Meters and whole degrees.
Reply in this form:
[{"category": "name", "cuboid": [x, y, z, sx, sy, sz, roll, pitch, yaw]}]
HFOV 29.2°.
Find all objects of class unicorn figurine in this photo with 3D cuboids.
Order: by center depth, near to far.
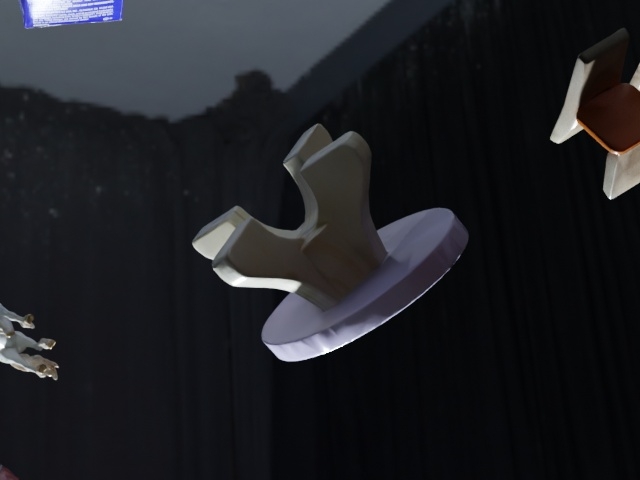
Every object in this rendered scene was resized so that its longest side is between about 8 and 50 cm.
[{"category": "unicorn figurine", "cuboid": [-0.350, 0.089, 1.338, 0.111, 0.060, 0.162, 14, 127, 35]}]

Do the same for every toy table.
[{"category": "toy table", "cuboid": [0.000, 0.000, 1.279, 0.274, 0.252, 0.161, -34, 107, 29]}]

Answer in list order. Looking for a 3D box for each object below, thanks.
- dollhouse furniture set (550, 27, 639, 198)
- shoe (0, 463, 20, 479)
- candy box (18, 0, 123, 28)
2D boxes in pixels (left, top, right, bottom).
[{"category": "dollhouse furniture set", "cuboid": [0.320, -0.068, 0.758, 0.259, 0.262, 0.135, -31, 153, -19]}, {"category": "shoe", "cuboid": [-0.226, 0.212, 0.893, 0.081, 0.063, 0.178, 24, -177, -10]}, {"category": "candy box", "cuboid": [-0.277, -0.415, 1.269, 0.122, 0.268, 0.317, -10, 161, -17]}]
